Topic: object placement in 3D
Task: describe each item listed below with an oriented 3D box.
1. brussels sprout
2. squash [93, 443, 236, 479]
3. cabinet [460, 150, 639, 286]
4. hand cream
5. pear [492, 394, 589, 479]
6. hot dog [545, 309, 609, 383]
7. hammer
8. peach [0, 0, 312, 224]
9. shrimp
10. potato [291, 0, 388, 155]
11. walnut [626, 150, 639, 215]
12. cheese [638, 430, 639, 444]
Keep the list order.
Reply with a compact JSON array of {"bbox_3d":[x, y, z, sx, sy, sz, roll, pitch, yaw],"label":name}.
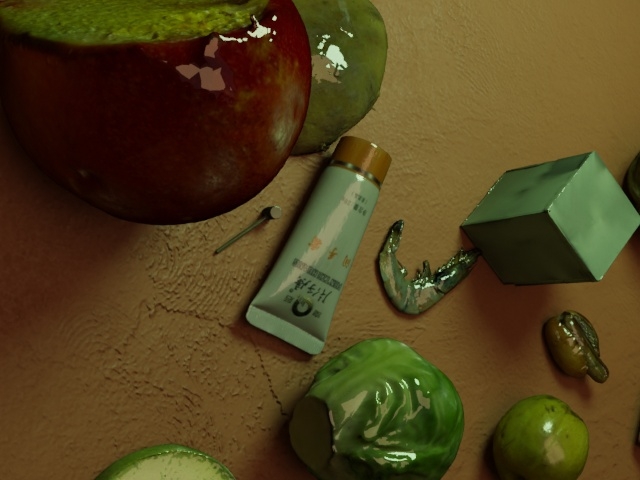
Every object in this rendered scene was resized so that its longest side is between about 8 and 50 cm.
[{"bbox_3d":[0.082,0.255,1.316,0.244,0.244,0.244,3,84,-30],"label":"brussels sprout"},{"bbox_3d":[-0.207,0.394,1.218,0.252,0.049,0.252,3,84,-29],"label":"squash"},{"bbox_3d":[0.366,-0.027,1.499,0.150,0.206,0.145,50,64,-17],"label":"cabinet"},{"bbox_3d":[0.000,0.000,1.362,0.139,0.089,0.314,27,81,-30],"label":"hand cream"},{"bbox_3d":[0.354,0.326,1.494,0.149,0.149,0.162,48,68,-17],"label":"pear"},{"bbox_3d":[0.443,0.187,1.608,0.089,0.060,0.140,-26,102,-25],"label":"hot dog"},{"bbox_3d":[-0.104,-0.013,1.332,0.110,0.035,0.019,-38,103,-18],"label":"hammer"},{"bbox_3d":[-0.194,-0.181,1.121,0.335,0.405,0.310,-48,139,-36],"label":"peach"},{"bbox_3d":[0.170,0.022,1.484,0.195,0.035,0.148,-34,100,-27],"label":"shrimp"},{"bbox_3d":[0.002,-0.277,1.374,0.239,0.116,0.299,40,66,-16],"label":"potato"},{"bbox_3d":[0.693,-0.116,1.682,0.283,0.283,0.227,-39,133,-27],"label":"walnut"},{"bbox_3d":[0.705,0.348,1.697,0.177,0.202,0.128,39,62,-52],"label":"cheese"}]
